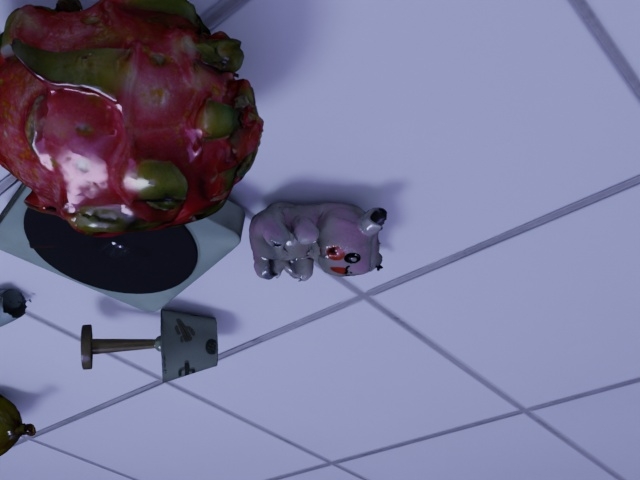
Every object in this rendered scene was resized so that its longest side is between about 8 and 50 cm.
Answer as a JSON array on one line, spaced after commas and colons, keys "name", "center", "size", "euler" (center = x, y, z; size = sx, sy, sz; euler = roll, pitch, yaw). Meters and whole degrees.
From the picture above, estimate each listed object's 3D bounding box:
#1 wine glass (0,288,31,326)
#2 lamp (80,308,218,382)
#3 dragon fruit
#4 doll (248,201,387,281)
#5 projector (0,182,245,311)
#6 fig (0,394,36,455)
[{"name": "wine glass", "center": [-0.596, 0.134, 1.248], "size": [0.262, 0.074, 0.074], "euler": [-18, 137, 24]}, {"name": "lamp", "center": [-0.276, 0.172, 1.213], "size": [0.214, 0.121, 0.121], "euler": [-2, 144, -15]}, {"name": "dragon fruit", "center": [-0.208, -0.129, 0.746], "size": [0.302, 0.237, 0.231], "euler": [7, 122, 14]}, {"name": "doll", "center": [0.000, 0.000, 0.993], "size": [0.192, 0.095, 0.149], "euler": [4, 148, -3]}, {"name": "projector", "center": [-0.272, -0.022, 1.001], "size": [0.259, 0.079, 0.257], "euler": [28, 136, -28]}, {"name": "fig", "center": [-0.660, 0.371, 1.484], "size": [0.274, 0.145, 0.170], "euler": [-7, 148, 27]}]
